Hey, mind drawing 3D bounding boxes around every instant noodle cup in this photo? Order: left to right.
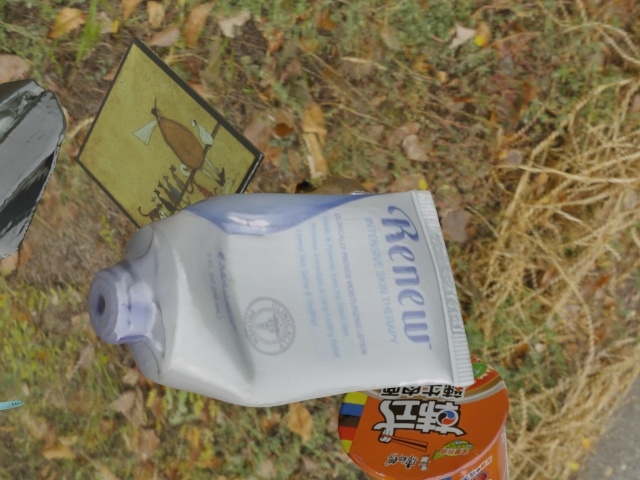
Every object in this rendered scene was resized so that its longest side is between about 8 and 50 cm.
[{"bbox_3d":[0.169,0.311,1.267,0.250,0.250,0.192,-31,127,-15],"label":"instant noodle cup"}]

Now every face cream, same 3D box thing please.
[{"bbox_3d":[-0.026,0.056,0.880,0.420,0.137,0.235,-1,71,-32],"label":"face cream"}]

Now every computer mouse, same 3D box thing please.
[{"bbox_3d":[-0.299,-0.057,0.751,0.192,0.105,0.062,-60,158,2],"label":"computer mouse"}]

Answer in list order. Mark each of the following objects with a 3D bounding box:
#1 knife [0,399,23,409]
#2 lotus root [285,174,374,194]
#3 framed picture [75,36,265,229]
[{"bbox_3d":[-0.564,0.292,1.498,0.091,0.005,0.014,-10,70,10],"label":"knife"},{"bbox_3d":[0.000,0.000,1.430,0.272,0.192,0.272,-12,128,-16],"label":"lotus root"},{"bbox_3d":[-0.257,-0.134,1.384,0.014,0.338,0.255,-5,133,-56],"label":"framed picture"}]
